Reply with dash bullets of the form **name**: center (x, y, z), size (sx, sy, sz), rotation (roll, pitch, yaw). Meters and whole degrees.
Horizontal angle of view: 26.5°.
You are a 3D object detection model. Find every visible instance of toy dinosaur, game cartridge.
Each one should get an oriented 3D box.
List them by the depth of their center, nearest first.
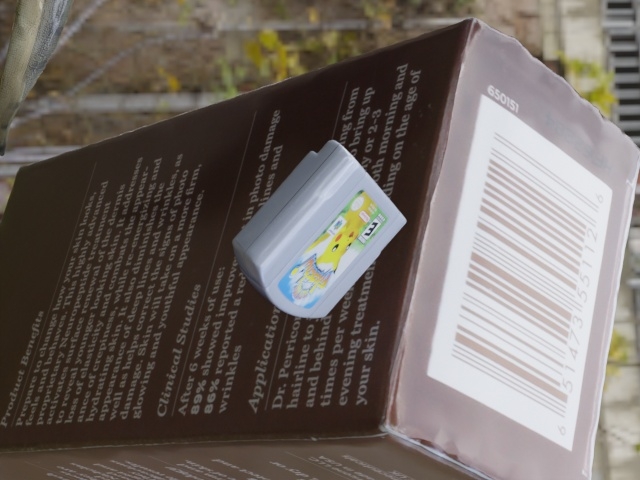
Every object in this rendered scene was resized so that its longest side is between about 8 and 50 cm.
- **game cartridge**: center (0.000, 0.000, 0.473), size (0.017, 0.056, 0.083), rotation (45, 2, 23)
- **toy dinosaur**: center (-0.143, -0.169, 0.681), size (0.064, 0.118, 0.268), rotation (36, -78, 37)

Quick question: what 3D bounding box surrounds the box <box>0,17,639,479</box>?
- **box**: center (-0.037, 0.040, 0.704), size (0.381, 0.143, 0.191), rotation (-9, -121, 46)
